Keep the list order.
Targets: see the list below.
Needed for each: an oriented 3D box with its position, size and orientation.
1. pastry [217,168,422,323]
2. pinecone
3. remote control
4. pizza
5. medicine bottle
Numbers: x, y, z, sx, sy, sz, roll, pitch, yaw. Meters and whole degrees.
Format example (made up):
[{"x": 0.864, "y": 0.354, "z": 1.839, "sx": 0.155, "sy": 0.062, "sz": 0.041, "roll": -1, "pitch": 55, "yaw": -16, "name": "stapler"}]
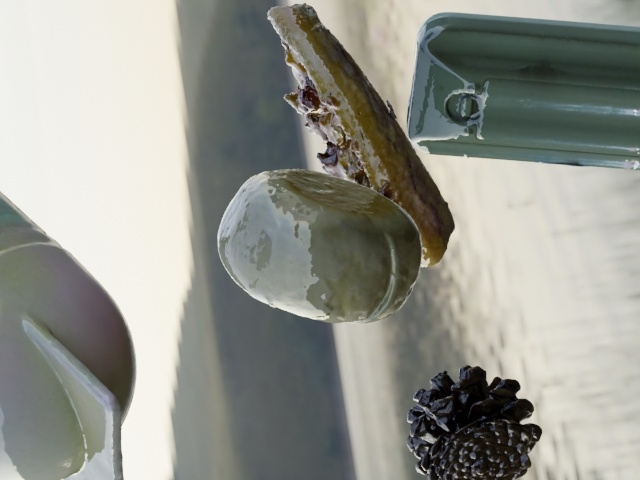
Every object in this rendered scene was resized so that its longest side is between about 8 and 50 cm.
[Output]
[{"x": 0.000, "y": 0.000, "z": 1.418, "sx": 0.156, "sy": 0.156, "sz": 0.092, "roll": -100, "pitch": 30, "yaw": -70, "name": "pastry"}, {"x": 0.153, "y": 0.187, "z": 1.882, "sx": 0.121, "sy": 0.140, "sz": 0.140, "roll": -117, "pitch": 15, "yaw": -49, "name": "pinecone"}, {"x": 0.242, "y": -0.115, "z": 1.544, "sx": 0.065, "sy": 0.335, "sz": 0.128, "roll": -88, "pitch": 2, "yaw": -56, "name": "remote control"}, {"x": 0.033, "y": -0.104, "z": 1.869, "sx": 0.305, "sy": 0.086, "sz": 0.161, "roll": 57, "pitch": 176, "yaw": 3, "name": "pizza"}, {"x": -0.325, "y": 0.097, "z": 1.810, "sx": 0.406, "sy": 0.236, "sz": 0.235, "roll": 40, "pitch": 159, "yaw": 25, "name": "medicine bottle"}]
